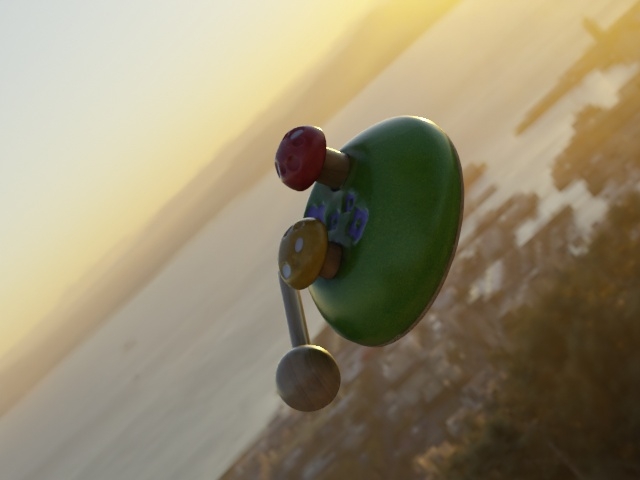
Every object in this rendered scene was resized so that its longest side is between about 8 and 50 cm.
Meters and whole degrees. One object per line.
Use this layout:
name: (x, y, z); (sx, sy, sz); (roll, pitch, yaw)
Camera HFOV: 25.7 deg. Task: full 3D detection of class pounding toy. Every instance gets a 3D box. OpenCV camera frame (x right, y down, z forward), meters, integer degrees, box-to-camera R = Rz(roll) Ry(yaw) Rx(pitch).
pounding toy: (0.000, 0.000, 1.087); (0.237, 0.110, 0.183); (-54, 34, 32)
